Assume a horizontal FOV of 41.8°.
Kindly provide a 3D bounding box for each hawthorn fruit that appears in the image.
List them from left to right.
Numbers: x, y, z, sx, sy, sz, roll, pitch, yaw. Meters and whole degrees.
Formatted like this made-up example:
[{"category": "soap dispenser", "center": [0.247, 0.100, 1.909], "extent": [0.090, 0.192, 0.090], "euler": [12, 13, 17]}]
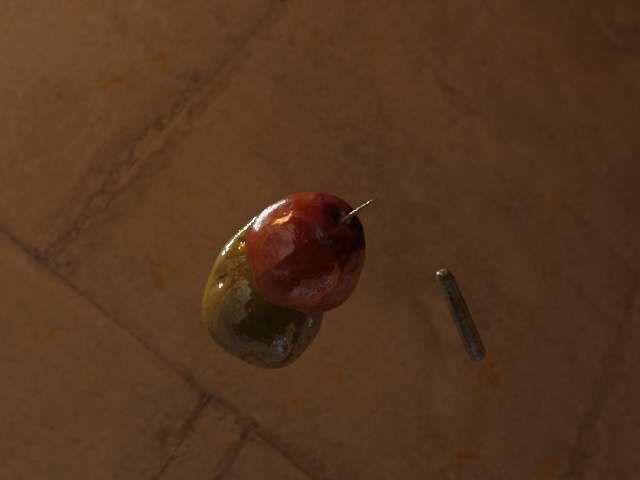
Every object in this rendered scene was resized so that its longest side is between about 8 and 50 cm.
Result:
[{"category": "hawthorn fruit", "center": [-0.014, 0.007, 0.830], "extent": [0.125, 0.140, 0.125], "euler": [5, -125, -8]}]

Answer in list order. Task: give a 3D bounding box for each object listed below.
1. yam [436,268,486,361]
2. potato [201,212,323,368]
[{"category": "yam", "center": [0.145, 0.078, 0.866], "extent": [0.021, 0.021, 0.116], "euler": [-46, -58, -37]}, {"category": "potato", "center": [-0.066, 0.061, 1.076], "extent": [0.157, 0.157, 0.194], "euler": [22, -109, -23]}]
